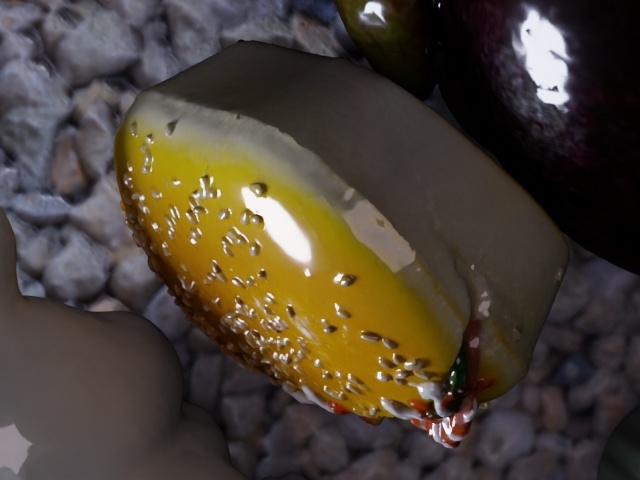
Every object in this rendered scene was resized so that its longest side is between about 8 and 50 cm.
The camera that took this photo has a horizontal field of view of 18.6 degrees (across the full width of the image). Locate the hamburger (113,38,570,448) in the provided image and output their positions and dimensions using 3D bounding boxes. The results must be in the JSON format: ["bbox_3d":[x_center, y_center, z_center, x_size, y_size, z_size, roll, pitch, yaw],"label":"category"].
[{"bbox_3d":[0.000,0.000,1.082,0.151,0.295,0.227,-49,119,-10],"label":"hamburger"}]

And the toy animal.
[{"bbox_3d":[-0.157,0.134,1.114,0.196,0.241,0.367,-43,92,2],"label":"toy animal"}]

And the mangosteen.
[{"bbox_3d":[0.193,-0.176,1.048,0.435,0.382,0.382,28,95,33],"label":"mangosteen"}]

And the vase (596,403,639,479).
[{"bbox_3d":[0.228,0.154,1.098,0.128,0.248,0.128,0,93,1],"label":"vase"}]
